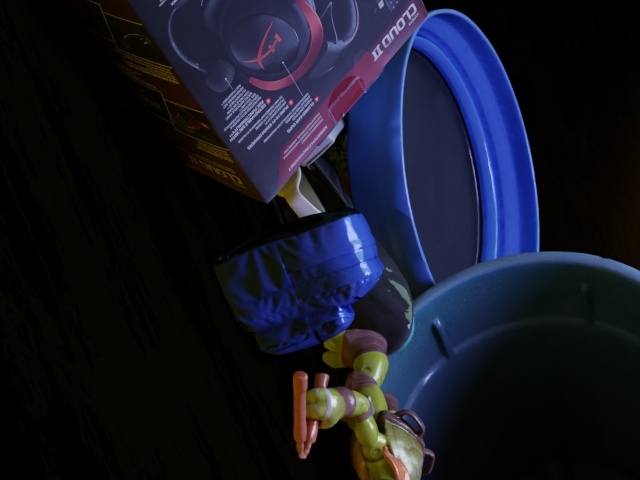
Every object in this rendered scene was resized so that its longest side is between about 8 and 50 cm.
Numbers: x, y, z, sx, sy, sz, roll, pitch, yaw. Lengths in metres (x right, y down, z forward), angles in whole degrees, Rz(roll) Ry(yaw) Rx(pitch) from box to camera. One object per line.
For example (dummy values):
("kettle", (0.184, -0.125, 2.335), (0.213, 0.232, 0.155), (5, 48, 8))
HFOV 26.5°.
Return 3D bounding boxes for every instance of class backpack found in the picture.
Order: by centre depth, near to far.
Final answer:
("backpack", (-0.008, 0.030, 1.084), (0.101, 0.120, 0.098), (65, 8, -3))

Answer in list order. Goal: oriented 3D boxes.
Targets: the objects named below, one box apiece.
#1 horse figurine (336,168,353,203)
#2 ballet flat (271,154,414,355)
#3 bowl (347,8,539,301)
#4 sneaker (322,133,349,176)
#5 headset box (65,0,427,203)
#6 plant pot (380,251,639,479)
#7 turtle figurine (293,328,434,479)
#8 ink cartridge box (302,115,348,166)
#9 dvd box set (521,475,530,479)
("horse figurine", (0.038, -0.076, 1.606), (0.263, 0.066, 0.174), (-24, 93, -46))
("ballet flat", (0.000, 0.000, 1.352), (0.096, 0.095, 0.280), (41, 14, -47))
("bowl", (0.146, -0.067, 1.558), (0.391, 0.077, 0.391), (26, 60, -57))
("sneaker", (0.103, 0.048, 1.673), (0.410, 0.158, 0.182), (63, 20, 9))
("headset box", (-0.055, -0.188, 1.031), (0.110, 0.218, 0.293), (26, -20, 40))
("plant pot", (0.237, 0.248, 1.388), (0.334, 0.341, 0.341), (69, 4, -45))
("turtle figurine", (0.045, 0.163, 1.141), (0.269, 0.087, 0.217), (61, 10, -28))
("ink cartridge box", (-0.063, -0.183, 1.380), (0.224, 0.045, 0.223), (48, 11, -5))
("dvd box set", (0.296, 0.451, 1.720), (0.420, 0.062, 0.308), (57, 26, -48))
